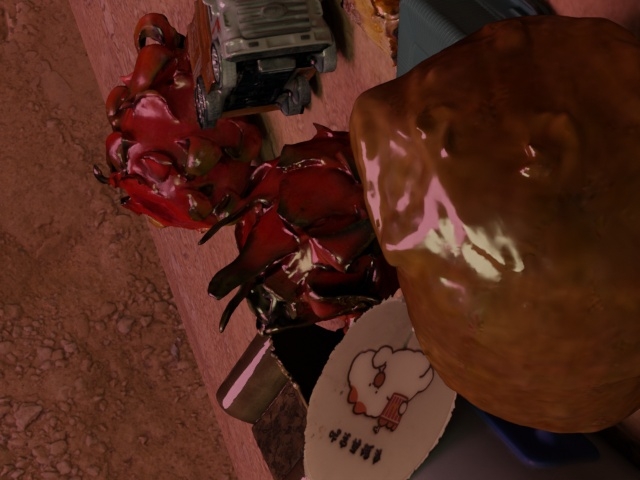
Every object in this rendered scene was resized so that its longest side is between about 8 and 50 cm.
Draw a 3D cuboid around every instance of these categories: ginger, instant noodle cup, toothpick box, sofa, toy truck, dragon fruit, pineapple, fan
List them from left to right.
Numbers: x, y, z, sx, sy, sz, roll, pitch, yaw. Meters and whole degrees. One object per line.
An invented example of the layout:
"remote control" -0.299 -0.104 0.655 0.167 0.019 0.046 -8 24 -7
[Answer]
"dragon fruit" -0.202 -0.163 1.684 0.227 0.243 0.307 -11 118 40
"toy truck" -0.079 -0.235 1.344 0.305 0.136 0.162 148 111 -77
"sofa" -0.038 0.230 1.505 0.200 0.182 0.258 -55 39 25
"dragon fruit" 0.000 0.000 1.157 0.192 0.274 0.193 39 166 6
"pineapple" 0.057 -0.208 1.032 0.116 0.069 0.137 21 130 69
"fan" 0.080 0.068 0.975 0.009 0.329 0.190 30 171 -29
"instant noodle cup" 0.111 -0.122 0.925 0.157 0.070 0.179 -125 27 -48
"toothpick box" 0.146 0.224 0.959 0.355 0.263 0.263 -133 27 -59
"ginger" 0.141 -0.004 0.726 0.223 0.200 0.269 -6 -98 -75

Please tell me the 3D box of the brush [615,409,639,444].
"brush" 0.183 0.061 0.973 0.327 0.065 0.070 40 140 44
